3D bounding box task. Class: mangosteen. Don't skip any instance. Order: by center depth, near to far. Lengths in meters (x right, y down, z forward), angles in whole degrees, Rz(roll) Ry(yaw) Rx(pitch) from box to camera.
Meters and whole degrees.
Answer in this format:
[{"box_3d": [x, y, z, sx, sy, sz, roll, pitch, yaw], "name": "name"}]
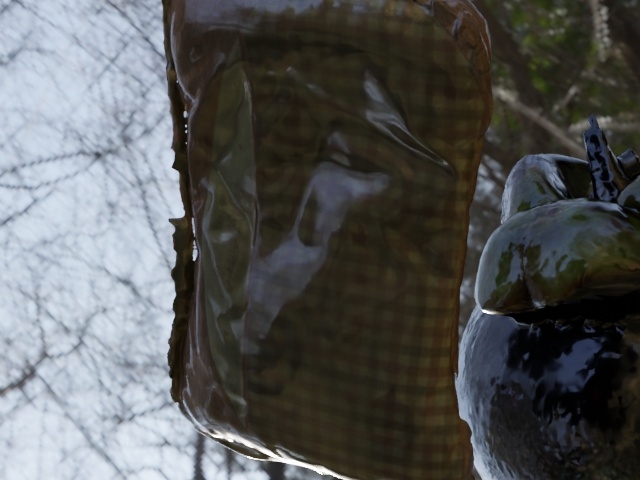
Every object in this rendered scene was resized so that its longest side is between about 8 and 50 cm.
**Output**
[{"box_3d": [0.170, 0.060, 0.666, 0.243, 0.243, 0.243, -28, -41, -27], "name": "mangosteen"}]

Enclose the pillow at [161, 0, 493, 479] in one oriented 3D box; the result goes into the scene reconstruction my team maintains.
[{"box_3d": [-0.003, -0.001, 0.483, 0.034, 0.135, 0.211, -35, -49, -52], "name": "pillow"}]
